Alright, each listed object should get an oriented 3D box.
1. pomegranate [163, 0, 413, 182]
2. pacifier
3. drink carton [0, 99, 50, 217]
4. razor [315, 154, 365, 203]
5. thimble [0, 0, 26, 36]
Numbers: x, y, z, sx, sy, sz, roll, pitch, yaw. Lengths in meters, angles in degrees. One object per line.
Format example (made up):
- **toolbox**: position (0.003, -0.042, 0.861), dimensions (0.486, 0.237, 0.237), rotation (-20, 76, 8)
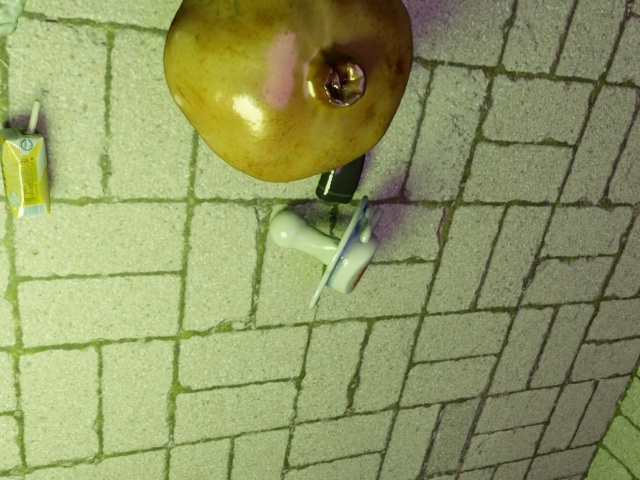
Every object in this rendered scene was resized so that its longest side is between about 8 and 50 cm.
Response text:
- **pomegranate**: position (-0.044, -0.299, 1.019), dimensions (0.416, 0.417, 0.417), rotation (-11, 121, -19)
- **pacifier**: position (0.000, 0.000, 1.347), dimensions (0.233, 0.244, 0.299), rotation (24, 133, -2)
- **drink carton**: position (-0.516, -0.144, 1.069), dimensions (0.074, 0.084, 0.200), rotation (-11, 121, -31)
- **razor**: position (0.048, -0.154, 1.340), dimensions (0.090, 0.054, 0.148), rotation (3, 116, -30)
- **thimble**: position (-0.531, -0.396, 0.879), dimensions (0.237, 0.150, 0.237), rotation (-12, 122, -19)
